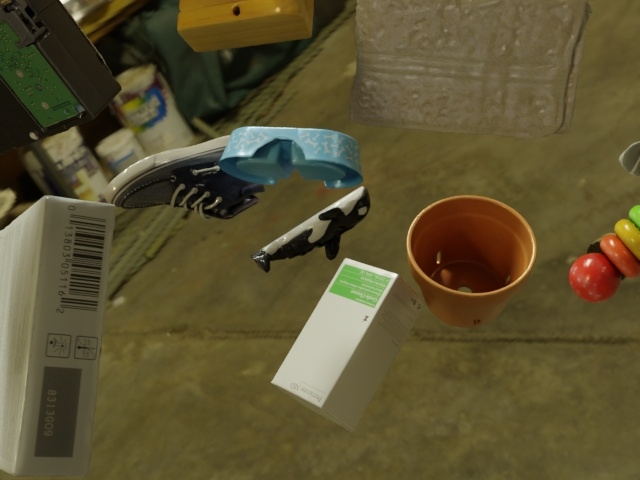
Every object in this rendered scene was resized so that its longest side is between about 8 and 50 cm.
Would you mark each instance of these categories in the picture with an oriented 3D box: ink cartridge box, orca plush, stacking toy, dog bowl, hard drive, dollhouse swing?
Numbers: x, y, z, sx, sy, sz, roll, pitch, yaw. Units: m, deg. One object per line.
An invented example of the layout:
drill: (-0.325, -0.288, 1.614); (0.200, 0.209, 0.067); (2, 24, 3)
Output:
ink cartridge box: (-0.368, 0.129, 1.093); (0.091, 0.308, 0.385); (8, -12, -27)
orca plush: (0.000, 0.000, 1.807); (0.287, 0.102, 0.151); (-33, 3, -26)
stacking toy: (0.575, -0.016, 1.495); (0.330, 0.141, 0.141); (-41, 23, 16)
dog bowl: (-0.057, -0.169, 1.713); (0.297, 0.166, 0.074); (4, 76, 16)
hard drive: (-0.390, -0.194, 0.873); (0.338, 0.237, 0.064); (-11, 35, 38)
dollhouse swing: (-0.152, -0.489, 1.211); (0.315, 0.347, 0.305); (0, -4, 30)

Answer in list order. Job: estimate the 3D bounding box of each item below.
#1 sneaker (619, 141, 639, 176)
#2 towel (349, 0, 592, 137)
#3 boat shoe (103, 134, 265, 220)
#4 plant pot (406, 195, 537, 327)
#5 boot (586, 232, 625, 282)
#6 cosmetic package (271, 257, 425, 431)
sneaker: (0.438, -0.108, 1.031); (0.152, 0.054, 0.061); (-4, 5, 7)
towel: (0.179, -0.224, 1.047); (0.282, 0.187, 0.049); (6, 28, 7)
boat shoe: (-0.275, -0.106, 1.809); (0.340, 0.158, 0.127); (-25, -18, -32)
plant pot: (0.343, 0.068, 1.991); (0.290, 0.203, 0.291); (-1, 51, 2)
boot: (0.648, -0.031, 1.703); (0.269, 0.236, 0.089); (-44, 70, -10)
cosmetic package: (0.071, 0.250, 2.070); (0.197, 0.155, 0.366); (15, 67, 45)
